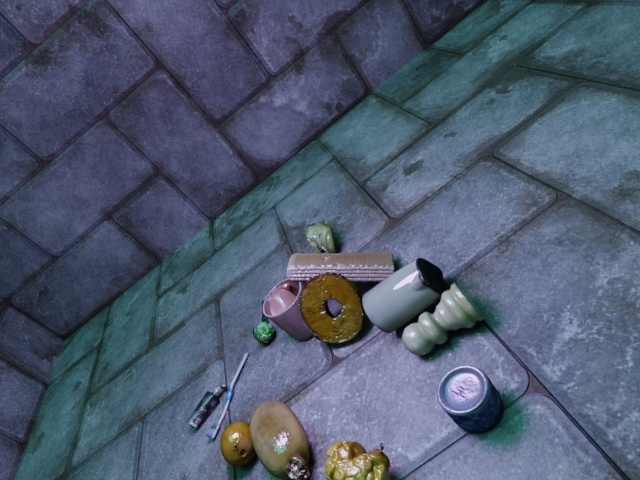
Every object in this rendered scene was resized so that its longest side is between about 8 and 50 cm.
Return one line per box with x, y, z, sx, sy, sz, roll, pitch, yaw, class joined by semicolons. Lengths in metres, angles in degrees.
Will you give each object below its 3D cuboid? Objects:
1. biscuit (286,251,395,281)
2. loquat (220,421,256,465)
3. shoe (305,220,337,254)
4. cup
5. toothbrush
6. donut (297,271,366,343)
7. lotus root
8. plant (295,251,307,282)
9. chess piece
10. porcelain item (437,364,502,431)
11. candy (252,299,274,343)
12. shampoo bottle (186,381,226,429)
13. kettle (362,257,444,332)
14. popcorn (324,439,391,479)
0.080;0.103;1.830;0.425;0.079;0.144;0;25;6;biscuit
-0.283;0.706;1.599;0.141;0.141;0.141;-29;32;20;loquat
0.007;-0.002;2.204;0.128;0.140;0.262;-31;25;-1;shoe
-0.121;0.289;1.893;0.252;0.200;0.192;-3;47;46;cup
-0.373;0.635;1.905;0.040;0.040;0.386;-17;35;35;toothbrush
0.052;0.249;1.730;0.272;0.272;0.107;-29;-5;19;donut
-0.129;0.651;1.480;0.169;0.151;0.342;-45;28;-6;lotus root
-0.055;0.131;2.092;0.142;0.131;0.203;-41;21;-3;plant
0.372;0.265;1.452;0.251;0.144;0.144;-41;30;13;chess piece
0.398;0.421;1.220;0.147;0.114;0.147;-28;31;19;porcelain item
-0.257;0.355;2.101;0.097;0.097;0.323;-36;23;9;candy
-0.469;0.684;1.916;0.063;0.057;0.208;10;57;53;shampoo bottle
0.299;0.176;1.579;0.255;0.165;0.240;-43;-16;27;kettle
0.099;0.645;1.257;0.194;0.140;0.163;-4;37;32;popcorn
